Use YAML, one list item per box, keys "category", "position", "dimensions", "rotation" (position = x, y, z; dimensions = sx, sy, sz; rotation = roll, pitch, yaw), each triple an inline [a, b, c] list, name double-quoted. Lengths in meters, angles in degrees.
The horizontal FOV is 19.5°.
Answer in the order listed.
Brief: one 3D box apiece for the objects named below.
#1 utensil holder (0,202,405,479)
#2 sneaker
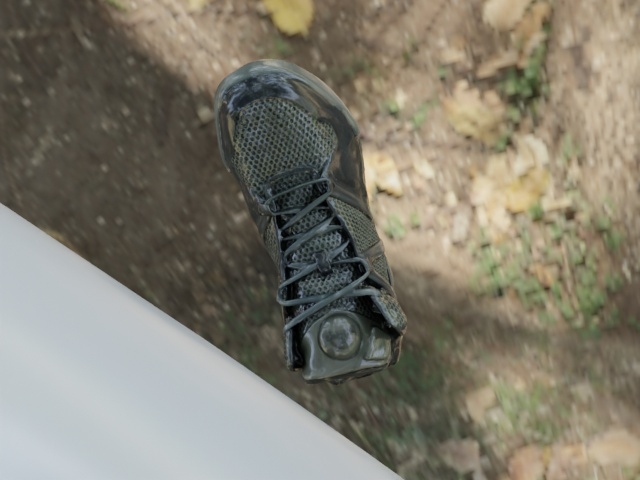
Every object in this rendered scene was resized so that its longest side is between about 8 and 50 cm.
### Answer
- category: "utensil holder"
  position: [-0.181, 0.130, 0.681]
  dimensions: [0.385, 0.327, 0.327]
  rotation: [34, 74, -20]
- category: "sneaker"
  position: [0.000, 0.000, 1.150]
  dimensions: [0.087, 0.227, 0.130]
  rotation: [-17, 36, 1]
